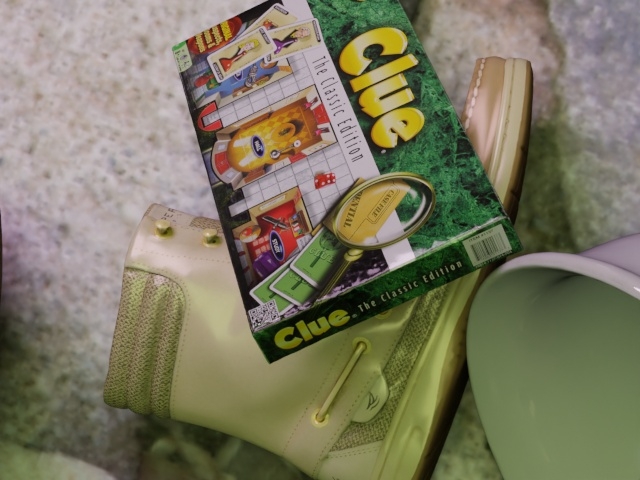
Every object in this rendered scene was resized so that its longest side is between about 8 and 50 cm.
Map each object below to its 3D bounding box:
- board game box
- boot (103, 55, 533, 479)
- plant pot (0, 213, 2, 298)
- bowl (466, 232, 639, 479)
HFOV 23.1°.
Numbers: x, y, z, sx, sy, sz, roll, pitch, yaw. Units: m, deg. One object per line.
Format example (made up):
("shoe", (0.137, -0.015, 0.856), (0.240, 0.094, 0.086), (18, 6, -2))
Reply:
("board game box", (0.004, -0.055, 0.832), (0.136, 0.030, 0.260), (-24, 41, 3))
("boot", (0.000, 0.000, 0.879), (0.203, 0.095, 0.262), (18, 91, 12))
("plant pot", (-0.301, 0.087, 0.840), (0.284, 0.284, 0.191), (-6, 98, 8))
("bowl", (0.214, 0.105, 0.751), (0.134, 0.298, 0.298), (-32, 80, -21))
